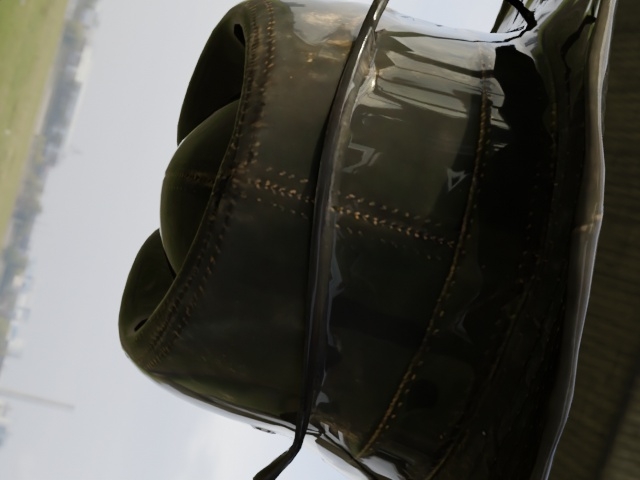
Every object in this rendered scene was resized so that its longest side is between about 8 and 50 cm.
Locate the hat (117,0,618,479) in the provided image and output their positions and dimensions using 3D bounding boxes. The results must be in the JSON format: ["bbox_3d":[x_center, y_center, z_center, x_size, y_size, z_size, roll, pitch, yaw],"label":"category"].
[{"bbox_3d":[0.000,0.000,0.458,0.331,0.134,0.331,-167,-90,-87],"label":"hat"}]
